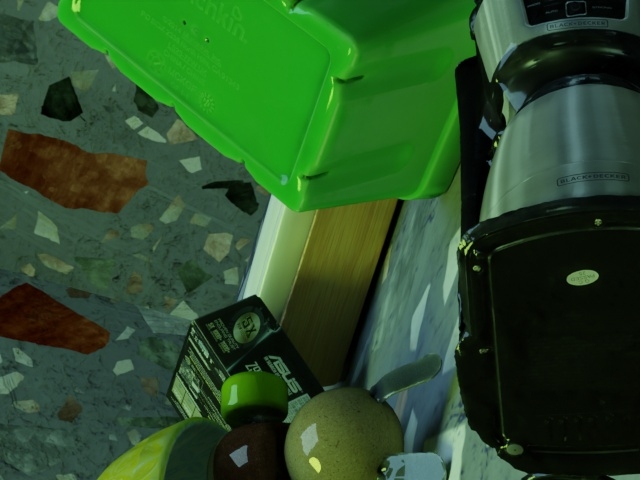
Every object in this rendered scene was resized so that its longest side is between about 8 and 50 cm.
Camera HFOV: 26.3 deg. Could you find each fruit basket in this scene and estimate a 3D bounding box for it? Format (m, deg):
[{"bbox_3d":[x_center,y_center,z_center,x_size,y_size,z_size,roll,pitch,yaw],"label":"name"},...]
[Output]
[{"bbox_3d":[0.009,-0.212,1.179,0.392,0.392,0.283,-81,9,-49],"label":"fruit basket"}]

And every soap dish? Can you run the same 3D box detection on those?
[{"bbox_3d":[0.000,0.000,1.461,0.229,0.118,0.291,-95,22,-73],"label":"soap dish"}]

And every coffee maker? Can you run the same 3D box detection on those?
[{"bbox_3d":[0.101,-0.003,0.554,0.178,0.120,0.171,-81,8,-50],"label":"coffee maker"}]

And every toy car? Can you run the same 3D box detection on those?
[{"bbox_3d":[0.025,0.155,0.968,0.188,0.149,0.155,-34,46,39],"label":"toy car"}]

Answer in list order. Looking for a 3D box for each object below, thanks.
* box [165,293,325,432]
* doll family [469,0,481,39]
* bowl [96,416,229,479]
[{"bbox_3d":[-0.061,0.169,1.310,0.180,0.077,0.147,54,146,23],"label":"box"},{"bbox_3d":[0.120,-0.128,0.731,0.193,0.111,0.076,129,156,-76],"label":"doll family"},{"bbox_3d":[-0.124,0.289,1.008,0.289,0.156,0.289,-17,-90,-76],"label":"bowl"}]
